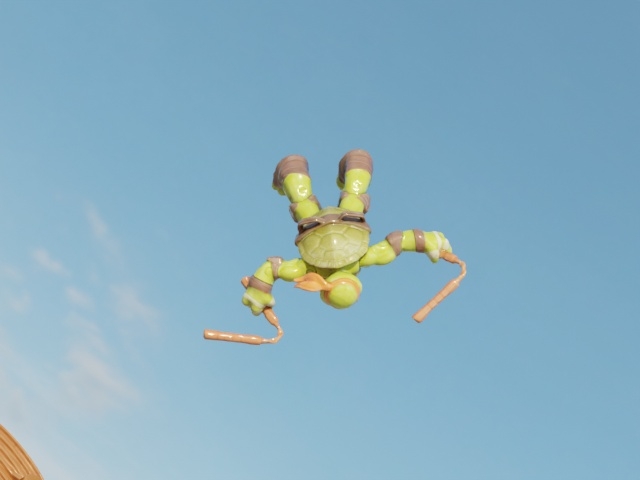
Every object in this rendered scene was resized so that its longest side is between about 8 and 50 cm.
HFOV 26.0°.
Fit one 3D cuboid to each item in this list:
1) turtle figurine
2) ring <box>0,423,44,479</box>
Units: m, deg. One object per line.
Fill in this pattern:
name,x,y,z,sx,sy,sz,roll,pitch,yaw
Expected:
turtle figurine,0.000,0.000,1.410,0.269,0.217,0.087,-16,-46,6
ring,-0.362,0.263,1.214,0.336,0.336,0.032,40,-52,-18
